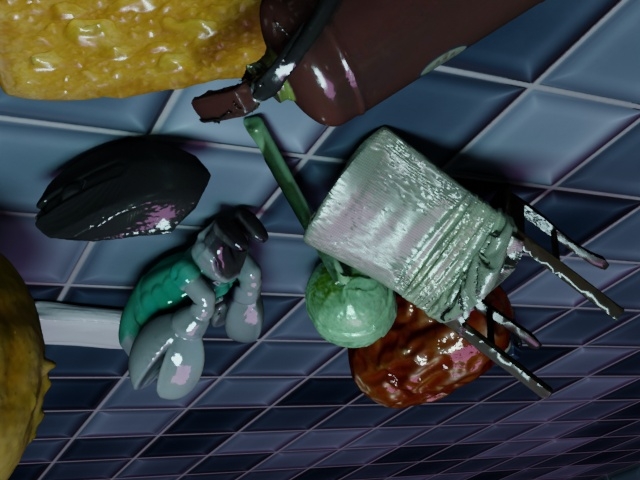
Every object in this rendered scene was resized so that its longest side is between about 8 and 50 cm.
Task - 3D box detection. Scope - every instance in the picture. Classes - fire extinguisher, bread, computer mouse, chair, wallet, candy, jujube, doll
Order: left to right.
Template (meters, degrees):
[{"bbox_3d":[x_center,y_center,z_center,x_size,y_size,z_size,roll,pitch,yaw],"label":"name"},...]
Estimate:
[{"bbox_3d":[-0.313,0.114,1.203,0.190,0.033,0.095,11,146,-38],"label":"wallet"},{"bbox_3d":[-0.188,-0.048,0.845,0.172,0.099,0.057,-14,145,1],"label":"computer mouse"},{"bbox_3d":[-0.119,-0.185,0.593,0.235,0.099,0.210,-9,158,-11],"label":"bread"},{"bbox_3d":[-0.150,0.084,1.057,0.195,0.153,0.258,-31,167,-23],"label":"doll"},{"bbox_3d":[0.000,0.000,1.030,0.119,0.119,0.440,-14,147,8],"label":"candy"},{"bbox_3d":[0.142,0.129,1.244,0.174,0.174,0.250,11,149,-38],"label":"jujube"},{"bbox_3d":[0.068,-0.168,0.583,0.341,0.105,0.141,-32,-170,-4],"label":"fire extinguisher"},{"bbox_3d":[0.156,0.011,1.008,0.319,0.186,0.160,35,110,-1],"label":"chair"}]

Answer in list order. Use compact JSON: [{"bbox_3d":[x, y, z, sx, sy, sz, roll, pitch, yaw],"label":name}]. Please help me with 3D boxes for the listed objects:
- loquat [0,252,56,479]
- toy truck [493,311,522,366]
[{"bbox_3d":[-0.421,0.125,0.854,0.328,0.328,0.328,-8,154,-4],"label":"loquat"},{"bbox_3d":[0.251,0.137,1.399,0.074,0.088,0.202,-23,152,22],"label":"toy truck"}]
